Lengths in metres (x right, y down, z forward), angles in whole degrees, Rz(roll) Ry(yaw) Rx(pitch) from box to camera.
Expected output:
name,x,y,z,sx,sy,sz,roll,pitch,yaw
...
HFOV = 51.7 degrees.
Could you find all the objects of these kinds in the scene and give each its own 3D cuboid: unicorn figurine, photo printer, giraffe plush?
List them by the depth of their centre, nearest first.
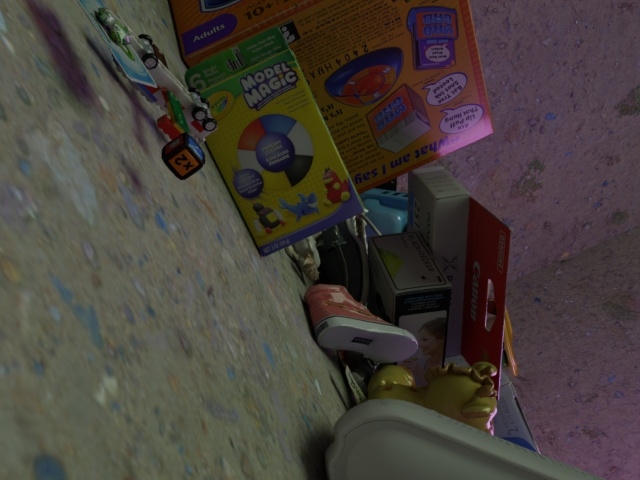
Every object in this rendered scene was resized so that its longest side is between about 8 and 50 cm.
name,x,y,z,sx,sy,sz,roll,pitch,yaw
photo printer,0.156,0.234,0.597,0.256,0.307,0.107,48,62,-71
giraffe plush,0.149,0.219,0.848,0.181,0.170,0.210,-85,152,-47
unicorn figurine,-0.023,-0.007,0.987,0.111,0.060,0.162,55,31,-47

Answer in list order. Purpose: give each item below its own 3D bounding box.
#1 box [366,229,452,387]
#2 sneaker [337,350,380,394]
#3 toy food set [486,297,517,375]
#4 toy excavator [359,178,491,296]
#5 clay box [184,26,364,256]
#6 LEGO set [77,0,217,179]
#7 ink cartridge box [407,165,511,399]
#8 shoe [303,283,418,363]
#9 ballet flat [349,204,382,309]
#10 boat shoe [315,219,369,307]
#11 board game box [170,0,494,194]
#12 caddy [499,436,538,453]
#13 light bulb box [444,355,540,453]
name,x,y,z,sx,sy,sz,roll,pitch,yaw
box,0.133,0.149,1.059,0.169,0.087,0.290,-108,-166,-57
sneaker,0.066,0.172,0.981,0.158,0.065,0.061,-95,160,-74
toy food set,0.374,0.196,1.433,0.128,0.071,0.218,-62,137,-60
toy excavator,0.217,0.009,1.590,0.445,0.433,0.222,-41,137,-59
clay box,-0.054,-0.108,0.728,0.053,0.127,0.222,-87,151,-76
LEGO set,-0.153,-0.146,0.477,0.244,0.060,0.182,57,9,-2
ink cartridge box,0.205,0.063,1.045,0.261,0.066,0.296,-115,-161,-63
shoe,0.056,0.111,0.898,0.178,0.063,0.081,19,34,-37
ballet flat,0.102,0.063,1.462,0.147,0.147,0.409,57,11,-57
boat shoe,0.000,0.000,1.112,0.099,0.116,0.319,9,51,-27
board game box,0.009,-0.317,1.014,0.356,0.356,0.356,60,8,-49
caddy,0.237,0.438,0.938,0.341,0.179,0.241,-106,-168,-59
light bulb box,0.292,0.406,1.293,0.361,0.225,0.358,-89,154,-81
